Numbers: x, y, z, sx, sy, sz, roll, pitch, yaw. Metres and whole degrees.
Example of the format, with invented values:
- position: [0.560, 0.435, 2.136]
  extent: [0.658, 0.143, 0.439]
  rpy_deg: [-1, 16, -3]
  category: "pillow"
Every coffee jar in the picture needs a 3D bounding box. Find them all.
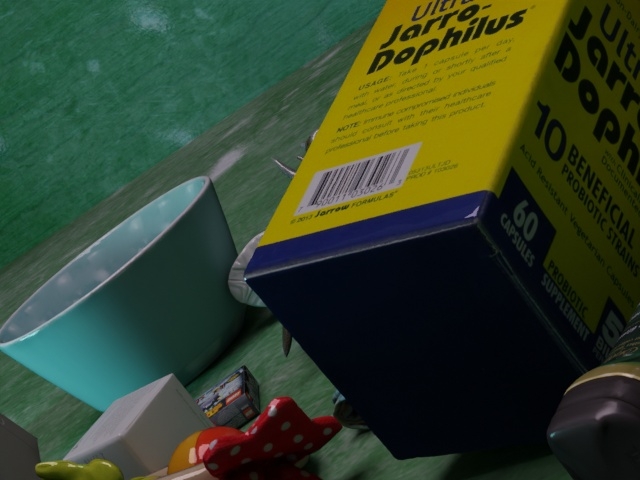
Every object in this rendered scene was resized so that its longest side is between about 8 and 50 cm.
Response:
- position: [0.203, 0.077, 0.920]
  extent: [0.079, 0.096, 0.184]
  rpy_deg: [-27, 15, 51]
  category: "coffee jar"

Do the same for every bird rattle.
- position: [-0.090, 0.183, 1.314]
  extent: [0.253, 0.143, 0.207]
  rpy_deg: [-30, -3, 18]
  category: "bird rattle"

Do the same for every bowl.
- position: [-0.203, 0.081, 1.908]
  extent: [0.311, 0.163, 0.311]
  rpy_deg: [-36, 13, 9]
  category: "bowl"

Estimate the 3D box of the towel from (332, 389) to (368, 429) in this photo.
- position: [0.153, -0.021, 1.369]
  extent: [0.271, 0.040, 0.370]
  rpy_deg: [-26, 30, 43]
  category: "towel"

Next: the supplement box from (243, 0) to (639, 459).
- position: [0.132, -0.052, 1.151]
  extent: [0.195, 0.194, 0.356]
  rpy_deg: [-14, 37, 39]
  category: "supplement box"

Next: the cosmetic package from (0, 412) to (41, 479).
- position: [-0.281, 0.227, 1.283]
  extent: [0.107, 0.127, 0.238]
  rpy_deg: [-38, 38, 14]
  category: "cosmetic package"

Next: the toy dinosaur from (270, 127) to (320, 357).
- position: [0.014, 0.021, 1.685]
  extent: [0.160, 0.121, 0.313]
  rpy_deg: [-26, 37, 42]
  category: "toy dinosaur"

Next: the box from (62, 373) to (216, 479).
- position: [-0.152, 0.195, 1.481]
  extent: [0.087, 0.101, 0.102]
  rpy_deg: [-27, 16, 38]
  category: "box"

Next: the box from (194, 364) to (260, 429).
- position: [-0.121, 0.183, 1.616]
  extent: [0.137, 0.027, 0.094]
  rpy_deg: [-36, 13, 5]
  category: "box"

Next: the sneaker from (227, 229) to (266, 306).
- position: [0.000, 0.000, 1.859]
  extent: [0.232, 0.090, 0.115]
  rpy_deg: [-32, 2, -3]
  category: "sneaker"
